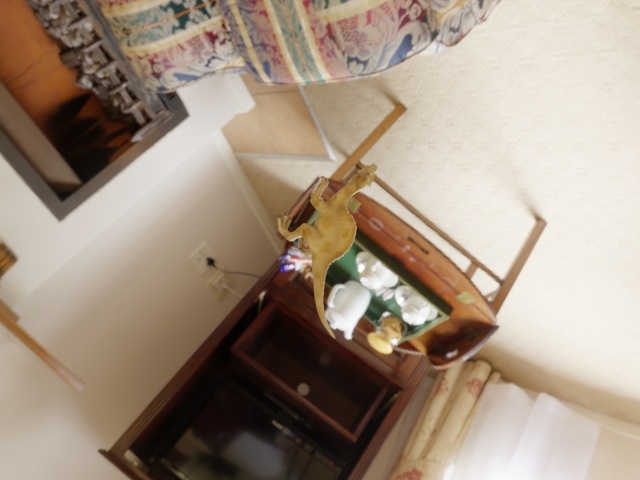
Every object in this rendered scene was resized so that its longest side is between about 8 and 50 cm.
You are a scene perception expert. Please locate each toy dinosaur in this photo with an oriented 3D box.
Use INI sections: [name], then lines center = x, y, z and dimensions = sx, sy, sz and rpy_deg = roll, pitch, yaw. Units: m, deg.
[toy dinosaur]
center = 0.000, 0.000, 0.552
dimensions = 0.053, 0.183, 0.092
rpy_deg = 14, -175, -44
